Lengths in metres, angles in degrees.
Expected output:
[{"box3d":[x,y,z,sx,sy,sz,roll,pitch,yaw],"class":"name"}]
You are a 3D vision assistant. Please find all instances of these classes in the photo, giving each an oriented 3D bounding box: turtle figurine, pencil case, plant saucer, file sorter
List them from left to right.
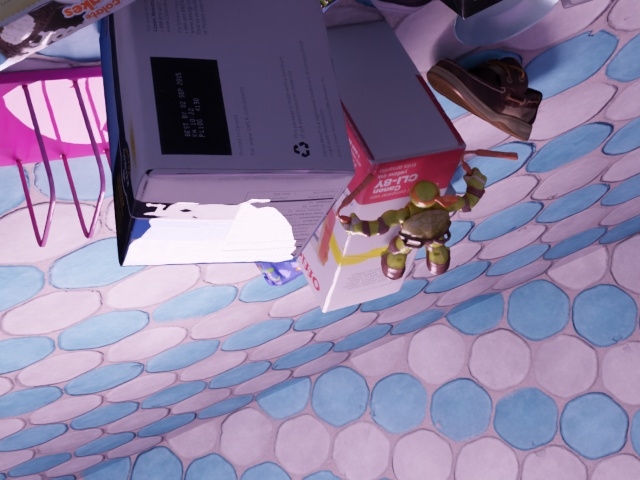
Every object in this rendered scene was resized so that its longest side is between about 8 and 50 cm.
[{"box3d":[-0.397,-0.099,1.192,0.290,0.182,0.202,-11,157,-27],"class":"file sorter"},{"box3d":[0.000,0.000,1.884,0.306,0.133,0.119,-22,153,1],"class":"pencil case"},{"box3d":[0.156,-0.025,1.229,0.269,0.087,0.217,-20,149,-9],"class":"turtle figurine"},{"box3d":[0.294,-0.384,1.368,0.195,0.037,0.195,-19,158,-8],"class":"plant saucer"}]

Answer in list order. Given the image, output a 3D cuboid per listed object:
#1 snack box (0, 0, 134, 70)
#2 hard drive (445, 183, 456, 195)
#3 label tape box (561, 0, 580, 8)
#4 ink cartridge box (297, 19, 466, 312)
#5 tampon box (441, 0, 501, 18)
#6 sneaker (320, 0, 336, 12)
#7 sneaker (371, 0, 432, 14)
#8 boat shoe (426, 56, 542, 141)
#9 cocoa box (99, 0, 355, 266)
[{"box3d":[-0.282,-0.285,0.846,0.322,0.187,0.060,-24,159,8],"class":"snack box"},{"box3d":[0.165,-0.018,2.003,0.307,0.040,0.203,-32,-171,25],"class":"hard drive"},{"box3d":[0.436,-0.388,1.079,0.249,0.115,0.348,-16,-169,10],"class":"label tape box"},{"box3d":[0.050,-0.107,1.384,0.160,0.279,0.385,-14,147,-22],"class":"ink cartridge box"},{"box3d":[0.200,-0.360,1.018,0.161,0.120,0.101,-28,139,-13],"class":"tampon box"},{"box3d":[-0.013,-0.335,1.138,0.078,0.067,0.188,-27,170,-43],"class":"sneaker"},{"box3d":[0.177,-0.401,1.123,0.268,0.101,0.153,-25,158,7],"class":"sneaker"},{"box3d":[0.313,-0.281,1.568,0.342,0.123,0.123,16,109,-50],"class":"boat shoe"},{"box3d":[-0.128,-0.168,1.017,0.231,0.347,0.228,-1,154,-21],"class":"cocoa box"}]
